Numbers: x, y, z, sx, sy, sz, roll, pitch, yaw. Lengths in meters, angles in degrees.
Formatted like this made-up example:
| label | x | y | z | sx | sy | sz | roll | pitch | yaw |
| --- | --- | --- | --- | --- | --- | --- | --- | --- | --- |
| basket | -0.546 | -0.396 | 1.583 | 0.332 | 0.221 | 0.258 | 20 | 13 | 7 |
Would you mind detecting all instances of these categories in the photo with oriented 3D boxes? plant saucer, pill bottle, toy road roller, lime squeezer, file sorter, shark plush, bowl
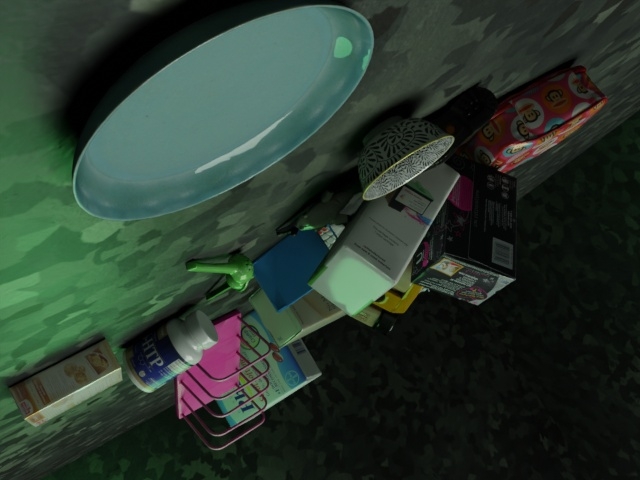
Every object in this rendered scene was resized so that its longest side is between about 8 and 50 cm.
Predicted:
| label | x | y | z | sx | sy | sz | roll | pitch | yaw |
| --- | --- | --- | --- | --- | --- | --- | --- | --- | --- |
| plant saucer | -0.093 | -0.124 | 0.629 | 0.317 | 0.044 | 0.317 | -31 | 169 | -7 |
| pill bottle | -0.319 | 0.233 | 1.411 | 0.186 | 0.112 | 0.112 | -34 | 169 | 5 |
| toy road roller | 0.190 | 0.112 | 2.080 | 0.330 | 0.202 | 0.241 | -60 | -174 | 39 |
| lime squeezer | -0.178 | 0.075 | 1.249 | 0.109 | 0.059 | 0.310 | -30 | 170 | -11 |
| file sorter | -0.038 | 0.051 | 1.376 | 0.170 | 0.118 | 0.104 | -36 | 171 | 21 |
| shark plush | -0.005 | -0.043 | 1.224 | 0.161 | 0.073 | 0.067 | -40 | -162 | 16 |
| bowl | 0.118 | -0.144 | 1.034 | 0.170 | 0.080 | 0.170 | -30 | 169 | -6 |
| file sorter | -0.252 | 0.376 | 1.736 | 0.202 | 0.182 | 0.291 | -25 | 137 | -36 |

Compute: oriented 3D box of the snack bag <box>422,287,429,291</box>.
| label | x | y | z | sx | sy | sz | roll | pitch | yaw |
| --- | --- | --- | --- | --- | --- | --- | --- | --- | --- |
| snack bag | 0.332 | 0.051 | 2.160 | 0.343 | 0.037 | 0.323 | -67 | -172 | -26 |

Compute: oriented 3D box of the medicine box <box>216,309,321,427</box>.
| label | x | y | z | sx | sy | sz | roll | pitch | yaw |
| --- | --- | --- | --- | --- | --- | --- | --- | --- | --- |
| medicine box | -0.194 | 0.374 | 1.990 | 0.289 | 0.264 | 0.149 | -35 | 168 | 13 |

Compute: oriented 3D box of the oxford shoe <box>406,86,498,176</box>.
| label | x | y | z | sx | sy | sz | roll | pitch | yaw |
| --- | --- | --- | --- | --- | --- | --- | --- | --- | --- |
| oxford shoe | 0.205 | -0.173 | 1.151 | 0.227 | 0.083 | 0.096 | -31 | 174 | -1 |

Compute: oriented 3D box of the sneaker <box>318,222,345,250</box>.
| label | x | y | z | sx | sy | sz | roll | pitch | yaw |
| --- | --- | --- | --- | --- | --- | --- | --- | --- | --- |
| sneaker | 0.000 | 0.000 | 1.466 | 0.158 | 0.061 | 0.065 | -38 | -165 | 34 |

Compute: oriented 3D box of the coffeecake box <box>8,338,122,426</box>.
| label | x | y | z | sx | sy | sz | roll | pitch | yaw |
| --- | --- | --- | --- | --- | --- | --- | --- | --- | --- |
| coffeecake box | -0.481 | 0.275 | 1.259 | 0.185 | 0.068 | 0.142 | -28 | 169 | -23 |

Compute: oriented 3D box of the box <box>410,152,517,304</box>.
| label | x | y | z | sx | sy | sz | roll | pitch | yaw |
| --- | --- | --- | --- | --- | --- | --- | --- | --- | --- |
| box | 0.292 | -0.021 | 1.323 | 0.142 | 0.163 | 0.247 | 129 | -23 | -56 |

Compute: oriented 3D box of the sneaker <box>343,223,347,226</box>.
| label | x | y | z | sx | sy | sz | roll | pitch | yaw |
| --- | --- | --- | --- | --- | --- | --- | --- | --- | --- |
| sneaker | 0.038 | 0.010 | 1.544 | 0.077 | 0.072 | 0.178 | -6 | 148 | -44 |

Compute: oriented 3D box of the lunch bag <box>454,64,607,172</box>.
| label | x | y | z | sx | sy | sz | roll | pitch | yaw |
| --- | --- | --- | --- | --- | --- | --- | --- | --- | --- |
| lunch bag | 0.441 | -0.234 | 1.419 | 0.293 | 0.120 | 0.258 | -27 | 167 | -15 |

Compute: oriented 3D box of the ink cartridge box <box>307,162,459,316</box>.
| label | x | y | z | sx | sy | sz | roll | pitch | yaw |
| --- | --- | --- | --- | --- | --- | --- | --- | --- | --- |
| ink cartridge box | 0.117 | -0.021 | 1.224 | 0.278 | 0.117 | 0.201 | -55 | -178 | -30 |

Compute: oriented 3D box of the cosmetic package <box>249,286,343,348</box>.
| label | x | y | z | sx | sy | sz | roll | pitch | yaw |
| --- | --- | --- | --- | --- | --- | --- | --- | --- | --- |
| cosmetic package | -0.025 | 0.156 | 1.775 | 0.113 | 0.160 | 0.309 | -41 | 167 | 36 |
